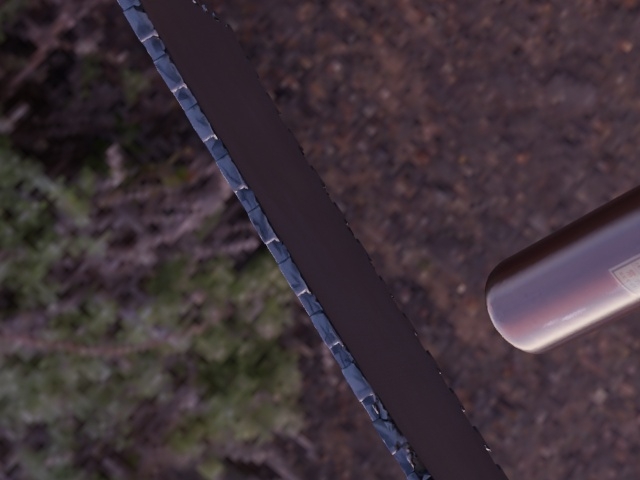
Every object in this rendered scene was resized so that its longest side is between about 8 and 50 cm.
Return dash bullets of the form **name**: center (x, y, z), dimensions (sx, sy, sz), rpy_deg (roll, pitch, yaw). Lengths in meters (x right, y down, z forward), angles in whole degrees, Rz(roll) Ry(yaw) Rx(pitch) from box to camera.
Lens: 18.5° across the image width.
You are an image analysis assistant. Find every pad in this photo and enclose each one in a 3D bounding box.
- **pad**: center (0.000, 0.000, 0.776), dimensions (0.269, 0.012, 0.270), rpy_deg (59, -175, 10)

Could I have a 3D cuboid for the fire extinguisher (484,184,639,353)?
- **fire extinguisher**: center (0.108, -0.008, 0.475), dimensions (0.049, 0.035, 0.173), rpy_deg (46, 141, -9)
